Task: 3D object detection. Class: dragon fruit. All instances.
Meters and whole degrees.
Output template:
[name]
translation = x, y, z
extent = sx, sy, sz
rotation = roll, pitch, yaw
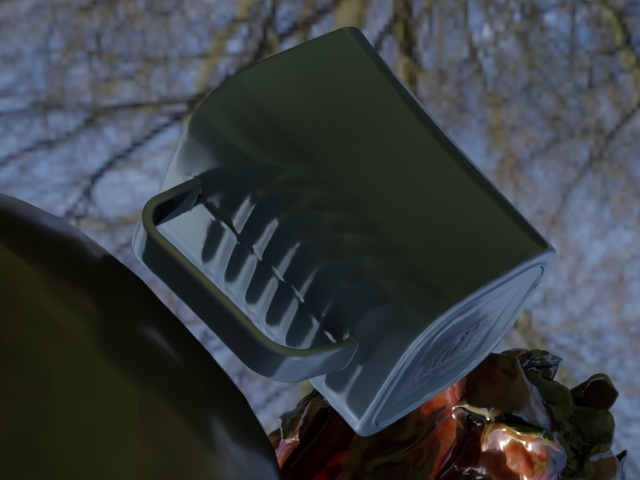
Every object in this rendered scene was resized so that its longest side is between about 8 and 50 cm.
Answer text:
[dragon fruit]
translation = 0.057, 0.182, 0.915
extent = 0.244, 0.299, 0.244
rotation = 9, -141, -8

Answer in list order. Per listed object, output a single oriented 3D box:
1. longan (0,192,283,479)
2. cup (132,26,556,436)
[longan]
translation = -0.165, 0.158, 0.548
extent = 0.361, 0.361, 0.361
rotation = -1, -149, 1
[cup]
translation = 0.000, 0.000, 0.675
extent = 0.128, 0.095, 0.129
rotation = -27, -115, -40
